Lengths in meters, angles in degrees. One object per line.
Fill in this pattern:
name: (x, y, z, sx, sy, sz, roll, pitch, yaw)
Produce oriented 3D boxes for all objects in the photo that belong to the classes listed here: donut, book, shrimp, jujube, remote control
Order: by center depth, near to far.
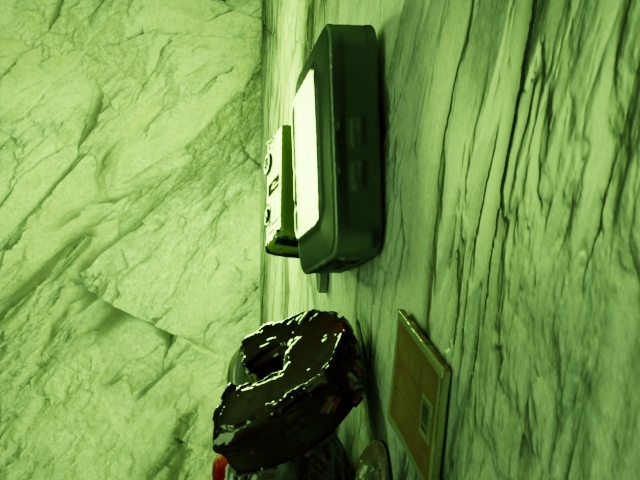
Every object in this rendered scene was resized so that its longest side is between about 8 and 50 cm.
book: (0.127, 0.206, 1.320, 0.241, 0.018, 0.170, -120, 33, -74)
shrimp: (0.084, 0.394, 1.518, 0.223, 0.047, 0.126, -100, 23, -58)
donut: (-0.039, 0.245, 1.728, 0.136, 0.259, 0.345, 62, -166, -22)
jujube: (-0.051, 0.466, 1.800, 0.246, 0.215, 0.308, -17, 53, 44)
remote control: (0.000, 0.000, 2.221, 0.077, 0.022, 0.245, 103, 165, -65)

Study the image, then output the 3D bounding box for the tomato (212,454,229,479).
tomato: (-0.159, 0.599, 2.527, 0.298, 0.226, 0.298, -179, 90, -78)

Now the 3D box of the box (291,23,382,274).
box: (0.022, -0.144, 1.776, 0.396, 0.111, 0.396, 138, 131, -78)

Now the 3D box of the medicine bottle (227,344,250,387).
medicine bottle: (-0.108, 0.311, 2.268, 0.340, 0.208, 0.208, 136, 135, -78)

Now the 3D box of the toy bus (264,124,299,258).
toy bus: (-0.045, -0.104, 2.137, 0.150, 0.128, 0.262, 138, 135, -64)
